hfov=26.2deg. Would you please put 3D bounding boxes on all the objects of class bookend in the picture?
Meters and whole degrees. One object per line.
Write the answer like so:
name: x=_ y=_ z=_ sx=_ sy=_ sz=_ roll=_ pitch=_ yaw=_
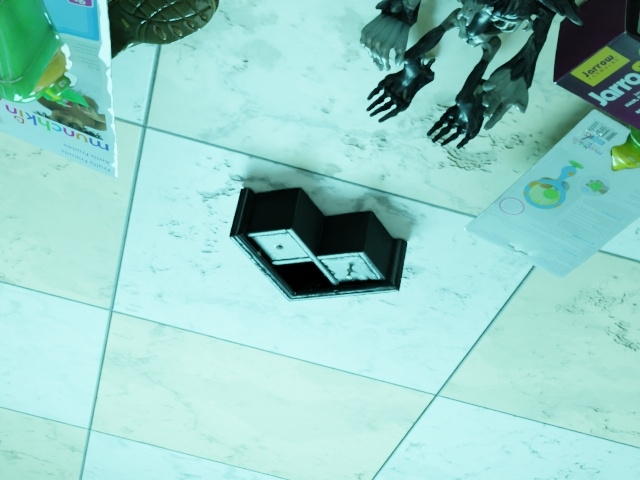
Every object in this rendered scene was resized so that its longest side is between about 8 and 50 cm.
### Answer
bookend: x=0.000 y=0.000 z=1.653 sx=0.157 sy=0.072 sz=0.156 roll=-6 pitch=145 yaw=27

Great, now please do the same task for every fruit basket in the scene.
fruit basket: x=-0.356 y=-0.189 z=1.334 sx=0.327 sy=0.165 sz=0.353 roll=22 pitch=150 yaw=3

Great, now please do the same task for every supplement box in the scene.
supplement box: x=0.321 y=-0.157 z=1.265 sx=0.188 sy=0.080 sz=0.104 roll=25 pitch=148 yaw=-20

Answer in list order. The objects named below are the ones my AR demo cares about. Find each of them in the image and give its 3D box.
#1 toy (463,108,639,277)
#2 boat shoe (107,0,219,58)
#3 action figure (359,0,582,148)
toy: x=0.277 y=-0.058 z=1.474 sx=0.137 sy=0.056 sz=0.237 roll=26 pitch=142 yaw=-16
boat shoe: x=-0.167 y=-0.226 z=1.349 sx=0.178 sy=0.060 sz=0.064 roll=-11 pitch=117 yaw=37
action figure: x=0.130 y=-0.177 z=1.239 sx=0.164 sy=0.141 sz=0.275 roll=31 pitch=152 yaw=5
